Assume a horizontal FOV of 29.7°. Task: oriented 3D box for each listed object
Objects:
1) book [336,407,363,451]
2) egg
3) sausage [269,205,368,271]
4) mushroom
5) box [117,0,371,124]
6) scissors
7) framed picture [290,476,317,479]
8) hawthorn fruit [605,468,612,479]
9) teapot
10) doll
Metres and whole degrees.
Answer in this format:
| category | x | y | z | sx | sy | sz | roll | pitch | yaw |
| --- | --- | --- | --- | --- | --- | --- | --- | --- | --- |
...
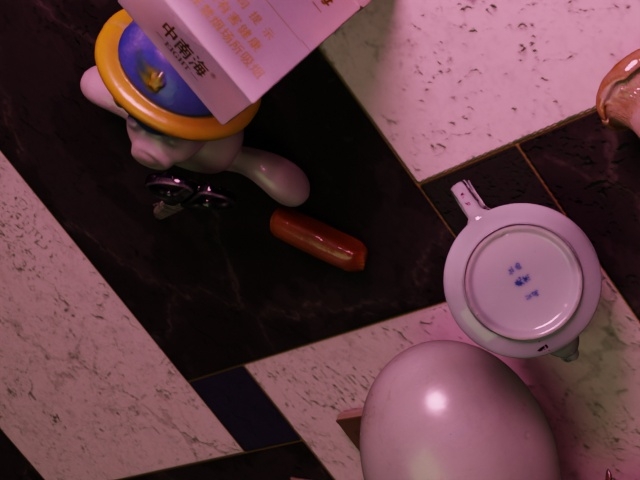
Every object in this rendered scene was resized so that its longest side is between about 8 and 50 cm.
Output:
| category | x | y | z | sx | sy | sz | roll | pitch | yaw |
| --- | --- | --- | --- | --- | --- | --- | --- | --- | --- |
| book | 0.179 | 0.345 | 1.652 | 0.217 | 0.021 | 0.310 | -17 | 113 | 47 |
| egg | 0.174 | 0.287 | 1.435 | 0.230 | 0.230 | 0.370 | 1 | 122 | 39 |
| sausage | 0.000 | 0.000 | 1.471 | 0.131 | 0.041 | 0.039 | 26 | 133 | 19 |
| mushroom | 0.345 | -0.087 | 1.076 | 0.212 | 0.088 | 0.097 | 35 | 173 | 17 |
| box | -0.052 | -0.240 | 1.139 | 0.155 | 0.243 | 0.067 | 50 | 146 | -11 |
| scissors | -0.181 | -0.048 | 1.515 | 0.109 | 0.022 | 0.300 | 15 | 172 | -15 |
| framed picture | 0.040 | 0.442 | 1.860 | 0.142 | 0.011 | 0.183 | -1 | 124 | 40 |
| hawthorn fruit | 0.363 | 0.374 | 1.398 | 0.207 | 0.207 | 0.243 | -14 | 102 | 46 |
| teapot | 0.207 | 0.037 | 1.272 | 0.232 | 0.159 | 0.159 | 57 | 140 | 2 |
| doll | -0.141 | -0.134 | 1.379 | 0.311 | 0.159 | 0.242 | 33 | 138 | -5 |
